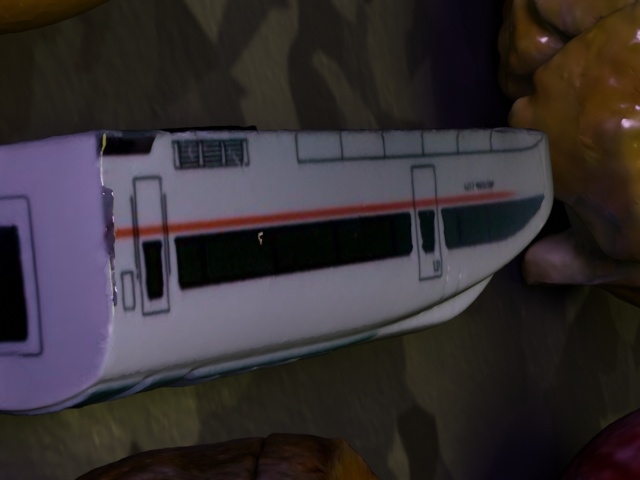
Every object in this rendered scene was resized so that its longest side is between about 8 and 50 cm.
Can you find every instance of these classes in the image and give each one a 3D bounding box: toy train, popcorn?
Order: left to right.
[{"bbox_3d":[0.000,0.000,0.780,0.407,0.086,0.088,-7,89,-62],"label":"toy train"},{"bbox_3d":[0.218,-0.079,1.026,0.276,0.276,0.225,22,71,-58],"label":"popcorn"}]

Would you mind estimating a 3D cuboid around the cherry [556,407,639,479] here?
[{"bbox_3d":[0.207,0.191,0.998,0.300,0.203,0.230,34,48,-64],"label":"cherry"}]

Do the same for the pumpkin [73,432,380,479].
[{"bbox_3d":[-0.026,0.135,0.650,0.248,0.131,0.126,62,4,-69],"label":"pumpkin"}]

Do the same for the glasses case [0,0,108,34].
[{"bbox_3d":[-0.055,-0.210,0.635,0.141,0.173,0.371,58,39,-36],"label":"glasses case"}]
